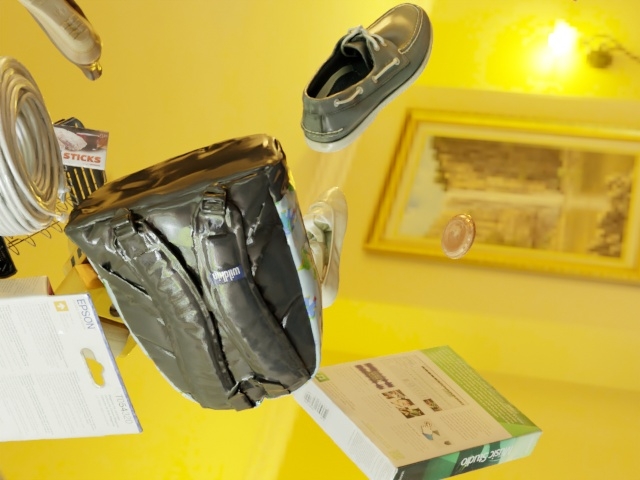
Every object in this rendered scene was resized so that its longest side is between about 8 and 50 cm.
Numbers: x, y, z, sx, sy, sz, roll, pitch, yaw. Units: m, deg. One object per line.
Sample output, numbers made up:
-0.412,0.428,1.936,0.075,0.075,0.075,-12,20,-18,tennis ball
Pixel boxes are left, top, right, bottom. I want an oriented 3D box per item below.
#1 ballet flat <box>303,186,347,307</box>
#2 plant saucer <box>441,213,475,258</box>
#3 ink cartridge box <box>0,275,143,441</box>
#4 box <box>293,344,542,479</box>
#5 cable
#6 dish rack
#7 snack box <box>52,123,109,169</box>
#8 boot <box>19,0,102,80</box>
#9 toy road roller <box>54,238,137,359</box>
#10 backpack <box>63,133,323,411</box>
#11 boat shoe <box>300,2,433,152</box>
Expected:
0.000,0.000,2.232,0.086,0.086,0.248,65,-156,-60,ballet flat
0.246,-0.008,2.219,0.013,0.083,0.083,18,-104,-34,plant saucer
-0.496,0.208,2.118,0.071,0.330,0.324,-81,-18,-53,ink cartridge box
0.150,0.263,1.868,0.322,0.232,0.058,-6,-54,-40,box
-0.448,-0.134,1.771,0.257,0.089,0.257,-55,-45,-83,cable
-0.491,-0.083,2.141,0.272,0.074,0.208,-32,-47,-25,dish rack
-0.441,-0.159,2.026,0.022,0.178,0.064,-179,96,-79,snack box
-0.462,-0.393,2.110,0.090,0.248,0.207,-36,-3,-10,boot
-0.451,0.067,2.582,0.202,0.240,0.329,24,-71,-45,toy road roller
-0.124,0.055,1.589,0.273,0.290,0.355,-90,-21,-68,backpack
0.072,-0.269,1.851,0.319,0.116,0.099,-52,-36,-29,boat shoe
